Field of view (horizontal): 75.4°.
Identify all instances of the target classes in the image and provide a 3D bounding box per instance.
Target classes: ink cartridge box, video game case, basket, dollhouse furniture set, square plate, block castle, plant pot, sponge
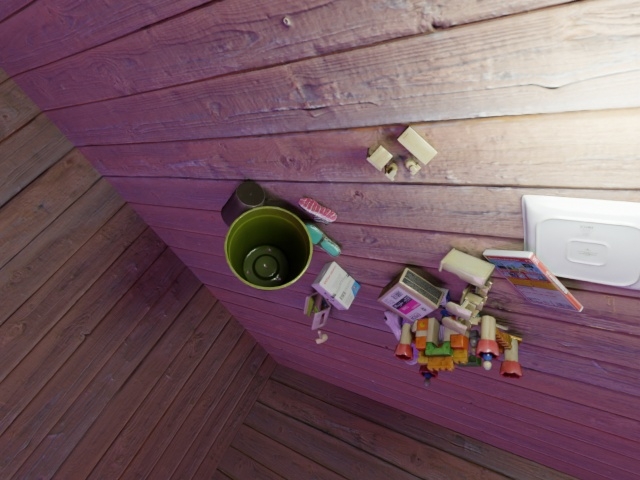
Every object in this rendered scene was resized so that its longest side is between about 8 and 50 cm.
[{"bbox_3d":[0.378,0.240,1.765,0.193,0.088,0.234,34,148,2],"label":"ink cartridge box"},{"bbox_3d":[0.705,0.131,1.386,0.285,0.025,0.204,41,168,-16],"label":"video game case"},{"bbox_3d":[-0.339,-0.153,1.888,0.204,0.154,0.227,35,147,-4],"label":"basket"},{"bbox_3d":[0.246,-0.275,1.273,0.144,0.123,0.151,39,115,-11],"label":"dollhouse furniture set"},{"bbox_3d":[0.769,0.019,1.197,0.347,0.049,0.344,10,144,34],"label":"square plate"},{"bbox_3d":[0.078,0.224,2.050,0.203,0.148,0.086,44,150,-17],"label":"ink cartridge box"},{"bbox_3d":[0.564,0.480,1.733,0.453,0.212,0.303,-16,136,42],"label":"block castle"},{"bbox_3d":[0.457,0.235,1.814,0.207,0.046,0.097,11,143,33],"label":"ink cartridge box"},{"bbox_3d":[0.514,0.176,1.517,0.161,0.212,0.242,25,131,30],"label":"dollhouse furniture set"},{"bbox_3d":[-0.241,0.079,1.896,0.367,0.366,0.353,31,160,2],"label":"plant pot"},{"bbox_3d":[0.455,0.469,2.042,0.117,0.031,0.210,13,105,41],"label":"sponge"}]

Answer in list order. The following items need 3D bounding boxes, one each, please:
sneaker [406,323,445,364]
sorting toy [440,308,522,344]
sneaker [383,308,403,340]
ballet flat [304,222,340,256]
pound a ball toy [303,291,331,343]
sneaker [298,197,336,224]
[{"bbox_3d":[0.548,0.503,2.066,0.321,0.128,0.126,-48,63,38],"label":"sneaker"},{"bbox_3d":[0.685,0.364,1.787,0.348,0.047,0.196,21,153,9],"label":"sorting toy"},{"bbox_3d":[0.387,0.428,2.144,0.115,0.090,0.232,17,138,37],"label":"sneaker"},{"bbox_3d":[0.000,0.000,1.878,0.213,0.072,0.068,40,180,-9],"label":"ballet flat"},{"bbox_3d":[0.007,0.451,2.433,0.208,0.136,0.319,60,161,26],"label":"pound a ball toy"},{"bbox_3d":[-0.020,-0.114,1.725,0.171,0.063,0.074,27,144,0],"label":"sneaker"}]
